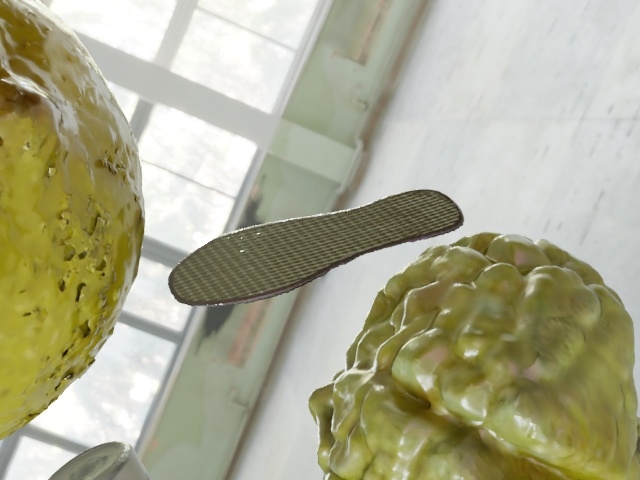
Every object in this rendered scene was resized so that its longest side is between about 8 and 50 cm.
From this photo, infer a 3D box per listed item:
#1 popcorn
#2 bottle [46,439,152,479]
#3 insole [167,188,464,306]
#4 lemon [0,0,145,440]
[{"bbox_3d":[0.123,0.130,0.662,0.224,0.257,0.270,-36,68,58],"label":"popcorn"},{"bbox_3d":[-0.205,0.357,1.021,0.120,0.253,0.120,-23,15,7],"label":"bottle"},{"bbox_3d":[0.000,0.000,0.716,0.086,0.253,0.005,49,147,43],"label":"insole"},{"bbox_3d":[-0.228,-0.015,0.435,0.310,0.258,0.258,-1,59,34],"label":"lemon"}]
